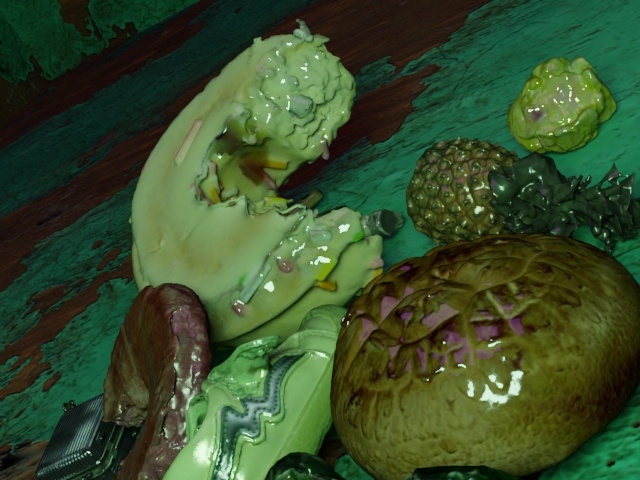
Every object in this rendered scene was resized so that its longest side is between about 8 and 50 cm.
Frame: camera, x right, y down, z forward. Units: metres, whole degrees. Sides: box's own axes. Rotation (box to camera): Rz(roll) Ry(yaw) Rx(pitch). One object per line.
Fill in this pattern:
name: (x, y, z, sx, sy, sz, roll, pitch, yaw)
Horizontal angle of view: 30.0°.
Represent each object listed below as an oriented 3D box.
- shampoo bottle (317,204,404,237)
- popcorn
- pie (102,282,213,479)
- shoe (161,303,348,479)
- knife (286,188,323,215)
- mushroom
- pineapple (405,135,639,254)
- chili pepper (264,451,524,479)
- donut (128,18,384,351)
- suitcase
shampoo bottle: (-0.001, -0.001, 1.374, 0.208, 0.057, 0.063, -14, 18, 38)
popcorn: (0.254, -0.137, 1.272, 0.109, 0.089, 0.097, -38, 56, 13)
pie: (-0.156, 0.143, 1.128, 0.218, 0.054, 0.204, -123, 49, -58)
shoe: (-0.041, 0.145, 0.989, 0.140, 0.128, 0.262, -44, 18, 46)
knife: (-0.114, 0.032, 1.518, 0.298, 0.017, 0.047, -41, 20, -9)
mushroom: (0.123, 0.084, 0.889, 0.253, 0.153, 0.253, -24, 19, 9)
pineapple: (0.194, -0.034, 1.125, 0.251, 0.125, 0.125, 11, 47, 47)
chili pepper: (0.045, 0.202, 0.746, 0.264, 0.148, 0.116, -28, 39, 28)
donut: (-0.073, -0.033, 1.294, 0.307, 0.150, 0.371, -34, 41, 25)
suitcase: (-0.243, 0.213, 1.254, 0.086, 0.059, 0.126, -27, 22, 19)
